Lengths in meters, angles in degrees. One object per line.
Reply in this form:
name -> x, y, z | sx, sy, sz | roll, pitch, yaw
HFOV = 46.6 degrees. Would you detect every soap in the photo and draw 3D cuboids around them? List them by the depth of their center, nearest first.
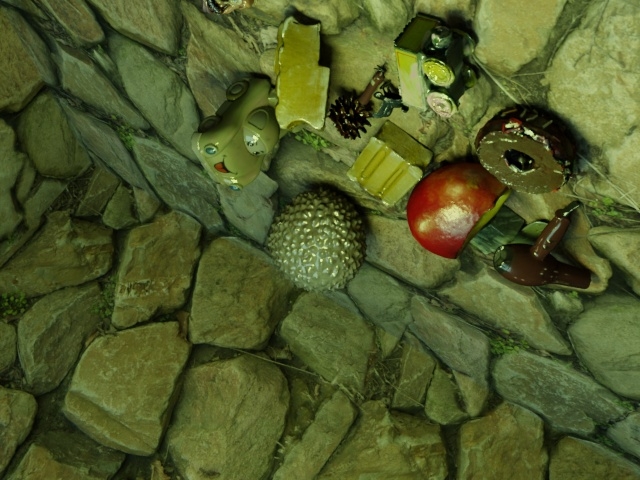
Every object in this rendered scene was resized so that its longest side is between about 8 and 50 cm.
soap -> -0.051, -0.474, 2.179 | 0.169, 0.305, 0.339 | 5, -173, 0
soap -> 0.213, -0.234, 2.329 | 0.199, 0.091, 0.315 | 34, 158, -1

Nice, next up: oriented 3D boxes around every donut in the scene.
donut -> 0.519, -0.226, 1.882 | 0.269, 0.103, 0.270 | 27, 157, 13

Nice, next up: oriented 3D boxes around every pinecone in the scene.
pinecone -> 0.093, -0.367, 2.179 | 0.120, 0.140, 0.140 | -27, 124, 24

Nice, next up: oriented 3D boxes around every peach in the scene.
peach -> 0.411, -0.091, 2.119 | 0.338, 0.281, 0.281 | -8, 133, 48

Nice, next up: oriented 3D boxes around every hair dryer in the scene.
hair dryer -> 0.691, 0.013, 2.130 | 0.312, 0.123, 0.341 | 10, 138, -12

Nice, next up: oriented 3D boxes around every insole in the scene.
insole -> 0.624, 0.003, 2.293 | 0.109, 0.007, 0.322 | 16, 159, -8

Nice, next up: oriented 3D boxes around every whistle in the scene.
whistle -> 0.343, -0.204, 2.277 | 0.033, 0.033, 0.176 | 37, 158, -5

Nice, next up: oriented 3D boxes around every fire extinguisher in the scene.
fire extinguisher -> 0.150, -0.434, 2.052 | 0.035, 0.049, 0.173 | 53, 155, 6

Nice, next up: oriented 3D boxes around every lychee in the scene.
lychee -> 0.000, 0.000, 2.767 | 0.380, 0.380, 0.432 | 30, 138, 13

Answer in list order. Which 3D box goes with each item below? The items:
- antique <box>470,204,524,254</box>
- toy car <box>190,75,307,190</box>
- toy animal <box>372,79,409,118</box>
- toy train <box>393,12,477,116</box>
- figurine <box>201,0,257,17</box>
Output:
antique -> 0.533, -0.030, 2.289 | 0.086, 0.088, 0.183 | 37, 158, -3
toy car -> -0.222, -0.342, 2.400 | 0.226, 0.336, 0.242 | 18, 153, 33
toy animal -> 0.201, -0.388, 2.058 | 0.108, 0.062, 0.220 | 44, 151, -20
toy train -> 0.274, -0.415, 1.795 | 0.177, 0.134, 0.261 | 24, 156, 25
figurine -> -0.251, -0.685, 2.061 | 0.156, 0.126, 0.114 | -2, -166, -2
